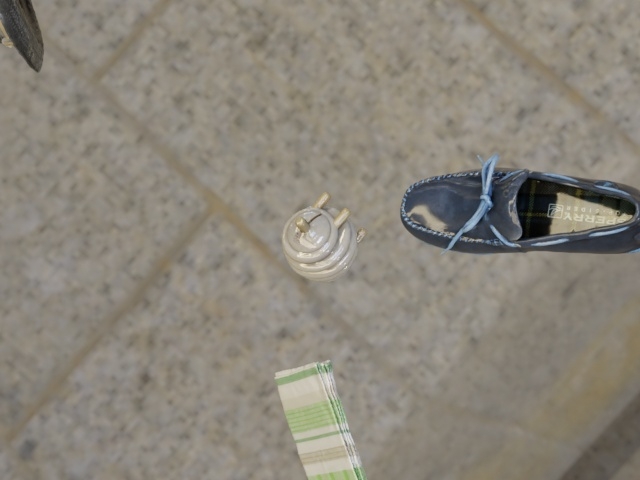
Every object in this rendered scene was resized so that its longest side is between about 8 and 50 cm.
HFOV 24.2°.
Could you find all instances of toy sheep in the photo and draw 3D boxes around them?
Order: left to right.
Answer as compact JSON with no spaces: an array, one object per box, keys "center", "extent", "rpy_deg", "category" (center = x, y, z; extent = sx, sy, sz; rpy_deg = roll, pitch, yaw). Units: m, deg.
[{"center":[0.000,0.000,1.621],"extent":[0.091,0.091,0.132],"rpy_deg":[45,-1,34],"category":"toy sheep"}]

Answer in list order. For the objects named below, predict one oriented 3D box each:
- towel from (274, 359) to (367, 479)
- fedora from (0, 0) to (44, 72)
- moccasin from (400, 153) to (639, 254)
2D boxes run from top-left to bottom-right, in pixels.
[{"center":[0.003,0.209,1.638],"extent":[0.113,0.023,0.152],"rpy_deg":[-22,-94,60],"category":"towel"},{"center":[-0.445,-0.322,1.773],"extent":[0.334,0.153,0.334],"rpy_deg":[160,-90,-86],"category":"fedora"},{"center":[0.263,-0.053,1.934],"extent":[0.342,0.137,0.117],"rpy_deg":[-2,-13,20],"category":"moccasin"}]
